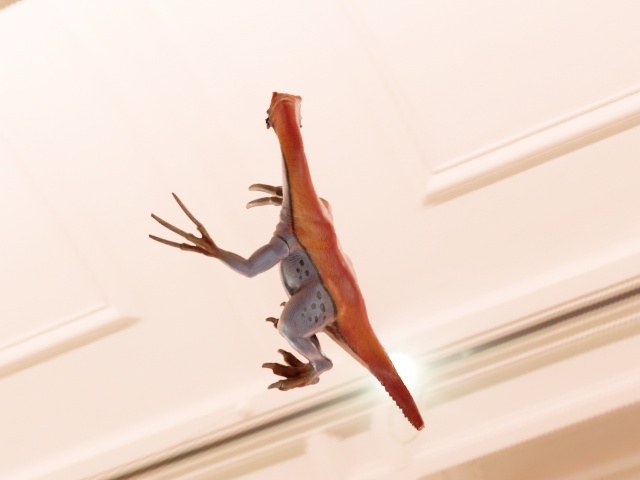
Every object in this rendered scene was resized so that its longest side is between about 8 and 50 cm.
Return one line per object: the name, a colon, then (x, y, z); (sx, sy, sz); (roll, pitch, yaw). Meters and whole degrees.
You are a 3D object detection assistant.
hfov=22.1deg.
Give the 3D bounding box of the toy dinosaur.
toy dinosaur: (0.000, 0.000, 0.464); (0.090, 0.047, 0.082); (18, -50, 4)
